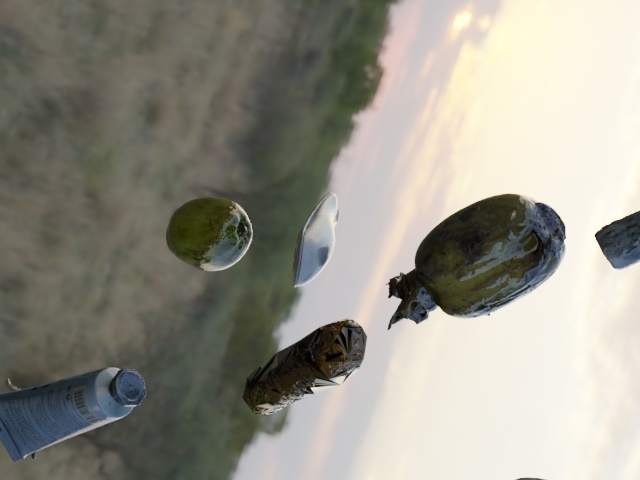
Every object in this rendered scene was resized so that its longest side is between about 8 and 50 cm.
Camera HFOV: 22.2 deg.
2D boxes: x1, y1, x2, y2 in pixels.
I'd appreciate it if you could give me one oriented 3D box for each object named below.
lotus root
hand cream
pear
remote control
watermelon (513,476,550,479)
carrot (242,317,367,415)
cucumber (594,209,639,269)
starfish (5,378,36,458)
[{"bbox_3d":[0.205,0.033,2.222,0.278,0.154,0.154,-32,-161,24],"label":"lotus root"},{"bbox_3d":[-0.303,0.196,1.902,0.271,0.091,0.058,-21,-167,43],"label":"hand cream"},{"bbox_3d":[-0.151,-0.009,2.226,0.107,0.131,0.107,-4,96,-51],"label":"pear"},{"bbox_3d":[0.000,0.000,2.066,0.229,0.044,0.073,-55,153,-70],"label":"remote control"},{"bbox_3d":[0.348,0.455,2.338,0.387,0.258,0.228,-39,173,-23],"label":"watermelon"},{"bbox_3d":[-0.018,0.143,1.817,0.229,0.069,0.069,-35,-148,55],"label":"carrot"},{"bbox_3d":[0.406,-0.008,2.054,0.112,0.064,0.064,-26,-163,16],"label":"cucumber"},{"bbox_3d":[-0.429,0.269,2.446,0.041,0.133,0.130,-29,129,-32],"label":"starfish"}]
